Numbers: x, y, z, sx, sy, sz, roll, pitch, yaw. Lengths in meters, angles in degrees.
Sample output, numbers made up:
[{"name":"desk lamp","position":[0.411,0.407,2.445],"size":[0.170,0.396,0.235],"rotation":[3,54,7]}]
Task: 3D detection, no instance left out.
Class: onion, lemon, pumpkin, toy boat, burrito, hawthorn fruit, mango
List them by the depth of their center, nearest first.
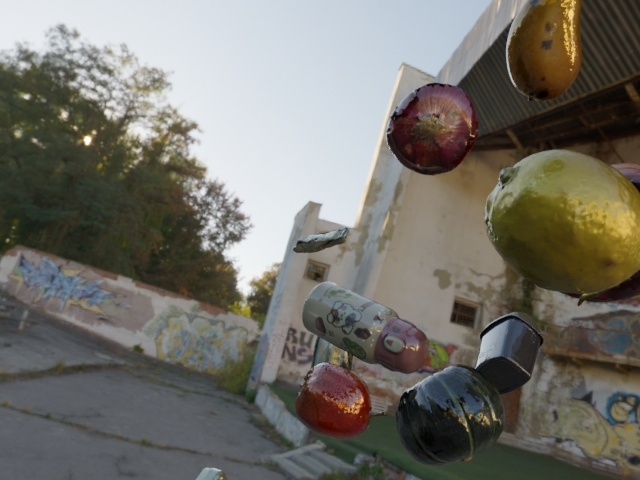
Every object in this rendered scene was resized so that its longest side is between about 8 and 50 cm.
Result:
[{"name":"mango","position":[0.367,-0.322,0.730],"size":[0.115,0.090,0.178],"rotation":[-10,-65,10]},{"name":"onion","position":[0.189,-0.188,0.759],"size":[0.150,0.150,0.140],"rotation":[12,11,9]},{"name":"lemon","position":[0.449,-0.030,0.815],"size":[0.260,0.260,0.284],"rotation":[-5,-40,49]},{"name":"hawthorn fruit","position":[0.060,0.460,1.242],"size":[0.253,0.205,0.205],"rotation":[19,-15,12]},{"name":"pumpkin","position":[0.367,0.505,1.272],"size":[0.323,0.241,0.323],"rotation":[-23,-25,-11]},{"name":"burrito","position":[0.000,0.002,1.474],"size":[0.229,0.063,0.058],"rotation":[-16,-15,40]},{"name":"toy boat","position":[0.044,0.403,1.546],"size":[0.141,0.319,0.092],"rotation":[13,-16,-11]}]

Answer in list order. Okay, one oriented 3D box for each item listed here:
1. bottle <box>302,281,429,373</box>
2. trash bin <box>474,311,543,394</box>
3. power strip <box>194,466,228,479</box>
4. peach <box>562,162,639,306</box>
[{"name":"bottle","position":[0.090,0.174,0.873],"size":[0.253,0.120,0.120],"rotation":[19,-10,38]},{"name":"trash bin","position":[0.699,0.409,1.651],"size":[0.182,0.290,0.209],"rotation":[41,-47,3]},{"name":"power strip","position":[-0.268,0.570,0.822],"size":[0.053,0.288,0.093],"rotation":[-4,-68,30]},{"name":"peach","position":[0.789,-0.023,1.194],"size":[0.310,0.335,0.406],"rotation":[-16,-36,-30]}]
